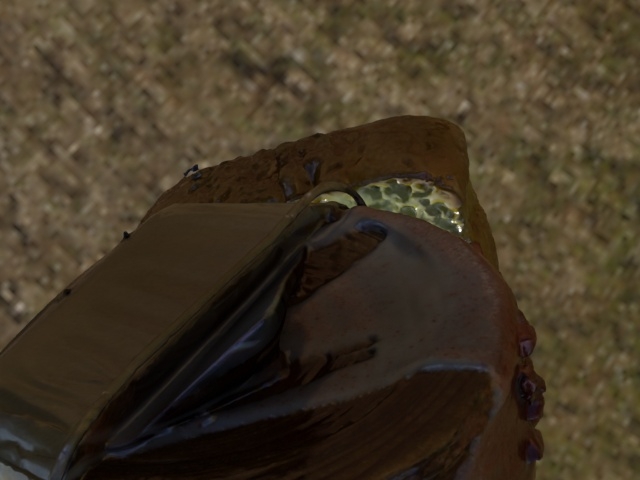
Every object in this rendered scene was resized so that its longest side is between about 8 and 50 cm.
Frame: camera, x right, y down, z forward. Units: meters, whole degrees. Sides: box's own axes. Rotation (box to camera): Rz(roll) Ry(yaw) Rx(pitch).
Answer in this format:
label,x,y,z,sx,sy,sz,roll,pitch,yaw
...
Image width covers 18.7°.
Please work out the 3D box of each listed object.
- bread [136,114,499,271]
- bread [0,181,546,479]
label,x,y,z,sx,sy,sz,roll,pitch,yaw
bread,0.000,0.000,0.965,0.187,0.065,0.103,-19,129,26
bread,-0.022,0.068,0.766,0.212,0.224,0.142,11,132,34
